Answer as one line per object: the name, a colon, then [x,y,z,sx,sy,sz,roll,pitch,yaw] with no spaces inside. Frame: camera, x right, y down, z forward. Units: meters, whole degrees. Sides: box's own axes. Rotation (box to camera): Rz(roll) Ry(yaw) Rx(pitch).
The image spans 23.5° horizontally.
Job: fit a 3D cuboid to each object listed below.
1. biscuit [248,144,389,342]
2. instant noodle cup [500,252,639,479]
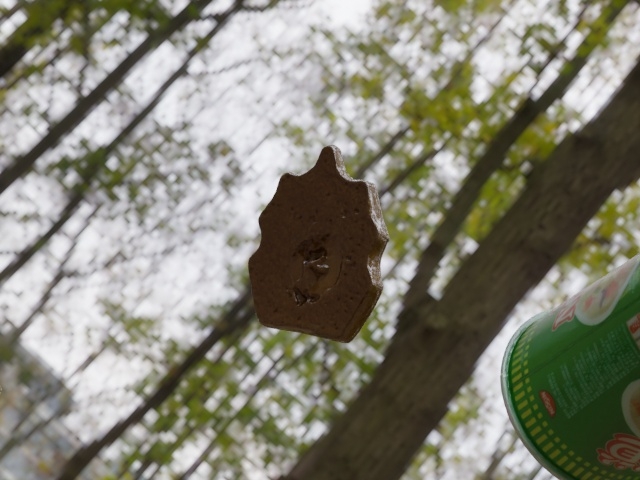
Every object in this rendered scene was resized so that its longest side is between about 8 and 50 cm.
biscuit: [0.002,0.000,1.719,0.182,0.215,0.034,9,-1,37]
instant noodle cup: [0.308,0.101,1.393,0.207,0.207,0.232,41,-40,2]
